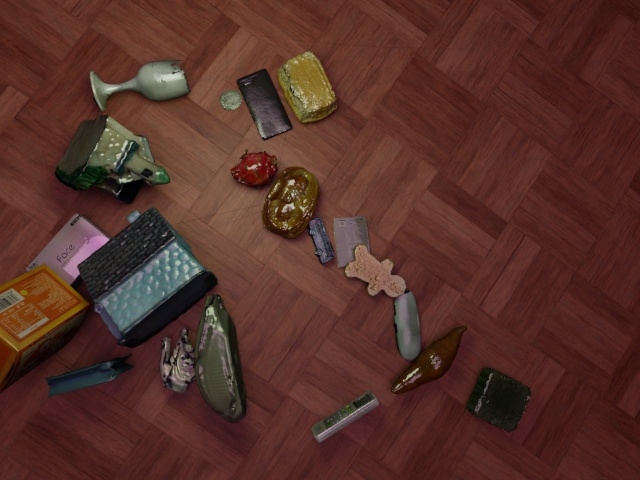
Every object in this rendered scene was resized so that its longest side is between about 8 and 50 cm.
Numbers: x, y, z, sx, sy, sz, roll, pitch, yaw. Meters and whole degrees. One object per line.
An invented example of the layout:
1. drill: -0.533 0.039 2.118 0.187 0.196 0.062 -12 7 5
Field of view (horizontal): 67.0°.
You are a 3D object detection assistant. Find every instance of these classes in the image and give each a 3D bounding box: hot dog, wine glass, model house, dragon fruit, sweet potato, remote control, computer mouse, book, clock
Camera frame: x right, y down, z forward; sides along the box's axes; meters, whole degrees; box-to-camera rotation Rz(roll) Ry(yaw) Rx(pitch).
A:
1. hot dog: -0.100 -0.142 1.707 0.175 0.114 0.259 22 84 -2
2. wine glass: -0.615 -0.536 1.663 0.321 0.143 0.144 -12 88 -10
3. model house: -0.584 0.106 1.564 0.360 0.297 0.339 -40 84 -8
4. dragon fruit: -0.230 -0.245 1.698 0.165 0.133 0.136 -18 46 -9
5. model house: -0.651 -0.238 1.564 0.284 0.298 0.243 27 84 -41
6. sweet potato: 0.405 0.439 1.731 0.359 0.112 0.112 -45 92 -5
7. remote control: 0.085 0.612 1.684 0.250 0.103 0.034 -29 93 -7
8. computer mouse: -0.344 0.393 1.589 0.145 0.228 0.429 -10 88 -1
9. book: 0.117 0.003 1.773 0.127 0.014 0.182 -6 87 -7
10. clock: -0.325 -0.512 1.759 0.083 0.010 0.074 -27 89 -8
11. remote control: 0.316 0.308 1.761 0.097 0.045 0.256 -6 84 -7

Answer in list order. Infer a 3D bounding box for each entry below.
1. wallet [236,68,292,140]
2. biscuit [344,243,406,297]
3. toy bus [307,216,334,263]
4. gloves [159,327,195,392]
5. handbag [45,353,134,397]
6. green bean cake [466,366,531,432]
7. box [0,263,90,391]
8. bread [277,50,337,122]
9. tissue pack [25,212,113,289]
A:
1. wallet: -0.204 -0.498 1.764 0.124 0.025 0.244 -24 89 -8
2. biscuit: 0.203 0.126 1.749 0.234 0.030 0.153 30 85 -1
3. toy bus: 0.000 0.000 1.744 0.065 0.047 0.166 -19 88 -11
4. gloves: -0.470 0.398 1.634 0.127 0.111 0.212 16 89 25
5. handbag: -0.742 0.430 1.567 0.229 0.179 0.062 -15 88 -1
6. green bean cake: 0.647 0.577 1.756 0.185 0.094 0.183 26 83 -5
7. box: -0.904 0.269 1.457 0.214 0.283 0.259 41 117 0
8. bread: -0.046 -0.555 1.739 0.174 0.121 0.246 -26 85 -16
9. tissue pack: -0.827 0.050 1.620 0.148 0.092 0.246 39 82 -4
